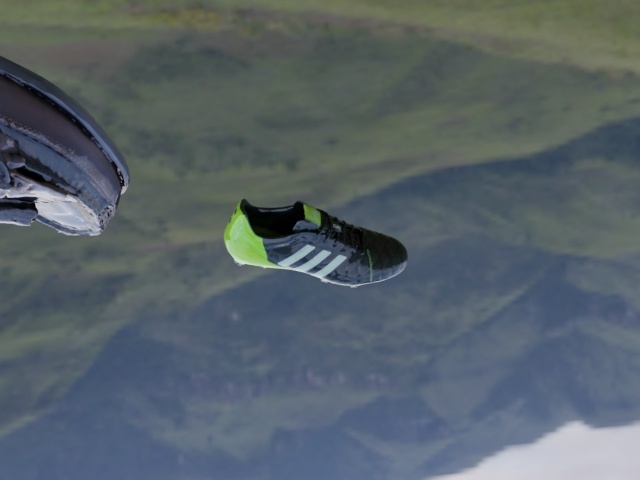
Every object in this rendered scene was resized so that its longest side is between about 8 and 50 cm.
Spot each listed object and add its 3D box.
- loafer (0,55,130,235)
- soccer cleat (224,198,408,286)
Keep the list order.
[{"bbox_3d":[-0.215,-0.061,0.754,0.109,0.095,0.302,-3,154,31],"label":"loafer"},{"bbox_3d":[0.000,0.000,1.365,0.179,0.060,0.072,7,139,-12],"label":"soccer cleat"}]
